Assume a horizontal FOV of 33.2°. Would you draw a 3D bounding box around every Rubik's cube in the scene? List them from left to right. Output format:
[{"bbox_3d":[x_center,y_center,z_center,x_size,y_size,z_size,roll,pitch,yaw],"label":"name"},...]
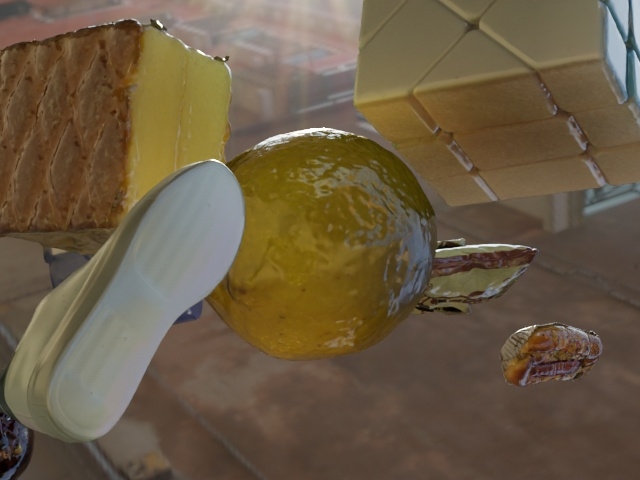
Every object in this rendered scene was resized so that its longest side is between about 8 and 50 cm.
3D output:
[{"bbox_3d":[0.256,-0.258,1.388,0.319,0.316,0.321,-7,-117,28],"label":"Rubik's cube"}]

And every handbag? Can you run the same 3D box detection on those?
[{"bbox_3d":[0.222,0.065,1.807,0.213,0.235,0.127,130,-50,-72],"label":"handbag"}]

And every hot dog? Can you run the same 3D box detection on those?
[{"bbox_3d":[0.438,0.215,2.017,0.069,0.253,0.131,45,-60,44],"label":"hot dog"}]

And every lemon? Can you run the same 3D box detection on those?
[{"bbox_3d":[0.000,0.000,1.158,0.254,0.310,0.253,8,-75,32],"label":"lemon"}]

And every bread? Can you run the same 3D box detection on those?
[{"bbox_3d":[-0.281,-0.120,1.413,0.279,0.207,0.279,-6,-103,35],"label":"bread"}]

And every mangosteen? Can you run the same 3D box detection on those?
[{"bbox_3d":[-0.419,0.222,1.227,0.184,0.172,0.172,0,-73,44],"label":"mangosteen"}]

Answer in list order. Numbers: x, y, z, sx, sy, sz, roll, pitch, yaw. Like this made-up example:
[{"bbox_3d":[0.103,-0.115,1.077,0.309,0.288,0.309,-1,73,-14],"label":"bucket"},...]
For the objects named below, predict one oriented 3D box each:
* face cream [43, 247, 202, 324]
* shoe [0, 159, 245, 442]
[{"bbox_3d":[-0.342,0.039,1.894,0.249,0.225,0.249,-10,90,-86],"label":"face cream"},{"bbox_3d":[-0.161,0.039,0.840,0.110,0.265,0.095,-8,-51,41],"label":"shoe"}]
